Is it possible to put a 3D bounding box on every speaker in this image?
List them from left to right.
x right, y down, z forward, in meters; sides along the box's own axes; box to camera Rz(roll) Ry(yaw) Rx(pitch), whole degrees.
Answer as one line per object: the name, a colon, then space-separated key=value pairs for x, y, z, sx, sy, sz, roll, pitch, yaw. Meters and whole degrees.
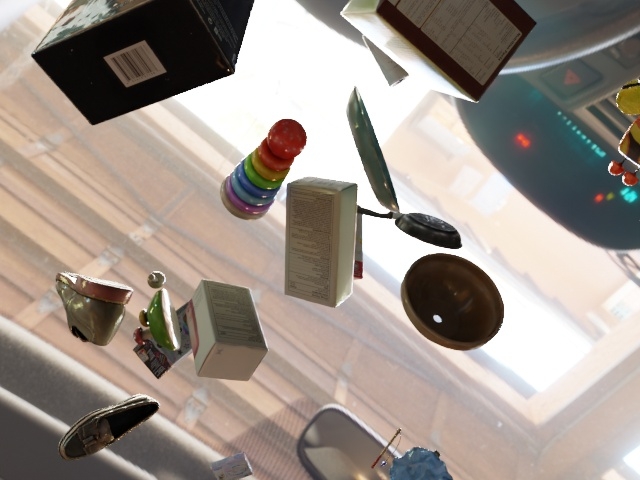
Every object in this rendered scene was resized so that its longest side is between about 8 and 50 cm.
speaker: x=0.152 y=-0.423 z=1.286 sx=0.136 sy=0.055 sz=0.055 roll=61 pitch=-162 yaw=-1

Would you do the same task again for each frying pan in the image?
frying pan: x=0.250 y=-0.057 z=1.552 sx=0.326 sy=0.053 sz=0.197 roll=31 pitch=-157 yaw=32

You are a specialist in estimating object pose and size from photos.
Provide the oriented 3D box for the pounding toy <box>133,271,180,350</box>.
pounding toy: x=-0.493 y=0.217 z=1.623 sx=0.183 sy=0.110 sz=0.237 roll=-174 pitch=69 yaw=-84

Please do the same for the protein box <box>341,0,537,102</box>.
protein box: x=0.168 y=-0.334 z=0.838 sx=0.201 sy=0.136 sz=0.200 roll=33 pitch=-169 yaw=-22

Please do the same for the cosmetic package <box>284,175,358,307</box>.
cosmetic package: x=0.000 y=0.000 z=1.448 sx=0.160 sy=0.310 sz=0.113 roll=13 pitch=-158 yaw=26

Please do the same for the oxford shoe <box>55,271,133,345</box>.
oxford shoe: x=-0.490 y=0.140 z=1.148 sx=0.122 sy=0.130 sz=0.348 roll=16 pitch=170 yaw=-29

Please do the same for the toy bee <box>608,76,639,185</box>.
toy bee: x=0.492 y=-0.165 z=0.808 sx=0.298 sy=0.162 sz=0.195 roll=4 pitch=-136 yaw=-19

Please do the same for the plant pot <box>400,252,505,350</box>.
plant pot: x=0.284 y=0.152 z=1.264 sx=0.237 sy=0.110 sz=0.238 roll=7 pitch=-127 yaw=-10

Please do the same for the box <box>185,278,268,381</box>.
box: x=-0.248 y=0.231 z=1.447 sx=0.148 sy=0.127 sz=0.232 roll=15 pitch=-149 yaw=-31

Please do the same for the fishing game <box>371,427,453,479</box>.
fishing game: x=0.246 y=0.597 z=1.359 sx=0.041 sy=0.189 sz=0.264 roll=16 pitch=-160 yaw=-47

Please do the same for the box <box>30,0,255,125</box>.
box: x=-0.330 y=-0.433 z=1.104 sx=0.179 sy=0.342 sz=0.313 roll=58 pitch=-153 yaw=-42

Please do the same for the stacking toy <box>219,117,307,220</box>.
stacking toy: x=-0.124 y=-0.177 z=1.316 sx=0.141 sy=0.330 sz=0.141 roll=13 pitch=-120 yaw=-23

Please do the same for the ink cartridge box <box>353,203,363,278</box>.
ink cartridge box: x=0.058 y=-0.001 z=2.225 sx=0.226 sy=0.131 sz=0.307 roll=15 pitch=-111 yaw=-45

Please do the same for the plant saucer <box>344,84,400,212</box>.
plant saucer: x=0.120 y=-0.210 z=1.325 sx=0.317 sy=0.043 sz=0.318 roll=-19 pitch=-90 yaw=-79

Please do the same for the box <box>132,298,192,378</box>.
box: x=-0.479 y=0.325 z=1.897 sx=0.142 sy=0.163 sz=0.247 roll=48 pitch=-136 yaw=1

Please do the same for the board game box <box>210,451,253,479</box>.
board game box: x=-0.229 y=0.593 z=1.450 sx=0.020 sy=0.090 sz=0.090 roll=-114 pitch=9 yaw=-49

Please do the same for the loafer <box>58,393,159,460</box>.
loafer: x=-0.259 y=0.228 z=0.691 sx=0.125 sy=0.039 sz=0.045 roll=-25 pitch=-81 yaw=-44
